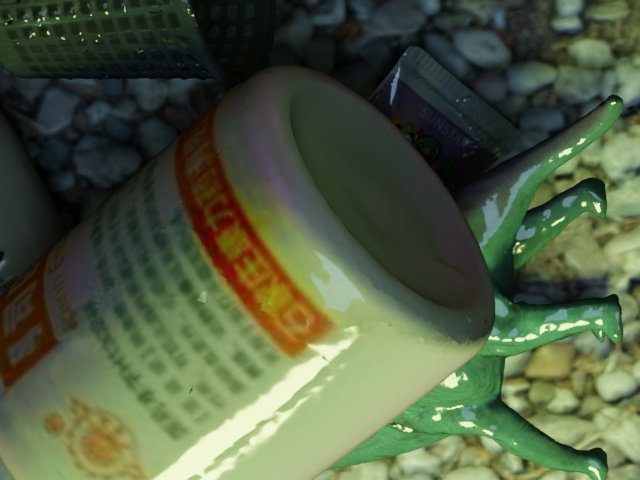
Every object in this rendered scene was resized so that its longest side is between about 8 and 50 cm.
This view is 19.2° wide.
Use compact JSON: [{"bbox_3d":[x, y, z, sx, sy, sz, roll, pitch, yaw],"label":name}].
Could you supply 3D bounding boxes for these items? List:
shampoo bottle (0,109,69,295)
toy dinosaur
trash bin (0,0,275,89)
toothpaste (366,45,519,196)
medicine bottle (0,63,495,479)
[{"bbox_3d":[-0.253,-0.033,1.295,0.127,0.078,0.257,-27,113,16],"label":"shampoo bottle"},{"bbox_3d":[0.036,0.060,1.294,0.330,0.129,0.383,-2,130,4],"label":"toy dinosaur"},{"bbox_3d":[-0.131,-0.171,1.181,0.161,0.175,0.175,-6,117,16],"label":"trash bin"},{"bbox_3d":[0.000,0.000,1.313,0.114,0.073,0.299,37,109,-28],"label":"toothpaste"},{"bbox_3d":[-0.095,0.084,1.198,0.219,0.219,0.388,42,116,-18],"label":"medicine bottle"}]
